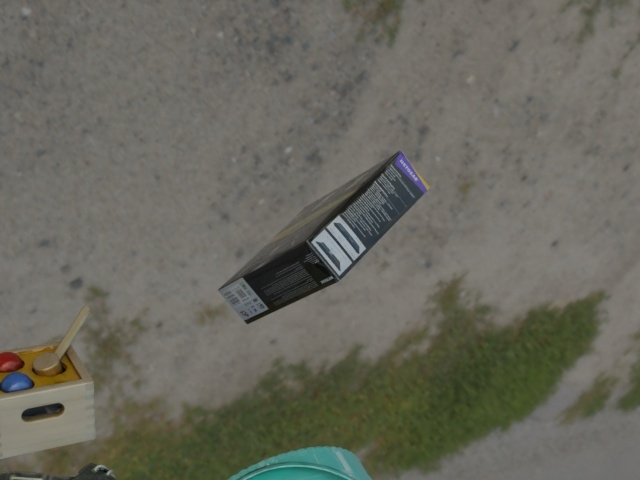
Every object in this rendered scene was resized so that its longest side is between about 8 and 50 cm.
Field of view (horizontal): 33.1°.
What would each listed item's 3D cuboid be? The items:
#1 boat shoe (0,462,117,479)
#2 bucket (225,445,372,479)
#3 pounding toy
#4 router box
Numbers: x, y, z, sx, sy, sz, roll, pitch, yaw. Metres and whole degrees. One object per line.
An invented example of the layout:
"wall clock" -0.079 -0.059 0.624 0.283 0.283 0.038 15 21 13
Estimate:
"boat shoe" -0.366 0.406 1.699 0.335 0.119 0.121 1 148 1
"bucket" -0.022 0.384 1.262 0.281 0.183 0.281 -19 142 -15
"pounding toy" -0.302 0.151 1.174 0.141 0.130 0.100 -8 113 -25
"router box" 0.000 0.000 1.712 0.243 0.081 0.309 -45 -171 -33
